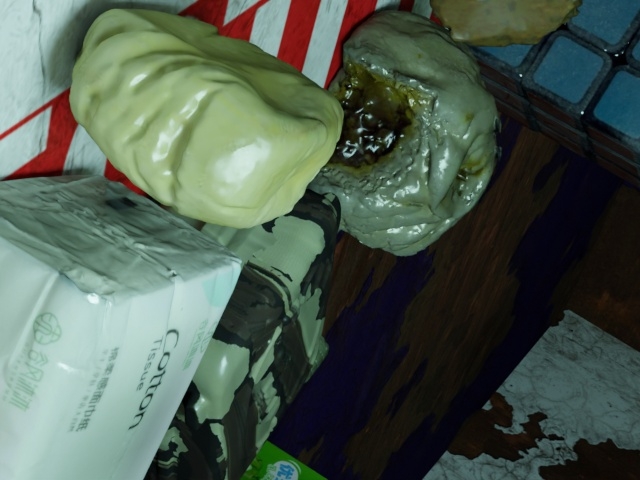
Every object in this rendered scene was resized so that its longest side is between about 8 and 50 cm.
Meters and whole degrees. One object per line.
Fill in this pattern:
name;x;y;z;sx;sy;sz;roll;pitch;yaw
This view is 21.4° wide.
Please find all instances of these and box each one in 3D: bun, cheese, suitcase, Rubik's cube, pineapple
bun;0.106;-0.116;1.980;0.281;0.205;0.281;-53;165;-21
cheese;-0.096;-0.107;1.372;0.117;0.214;0.226;-59;169;20
suitcase;-0.102;0.070;1.738;0.339;0.194;0.351;-56;166;-31
Rubik's cube;0.418;-0.288;2.430;0.301;0.305;0.304;-59;166;-2
pineapple;0.248;-0.367;1.997;0.362;0.202;0.202;-53;167;-56

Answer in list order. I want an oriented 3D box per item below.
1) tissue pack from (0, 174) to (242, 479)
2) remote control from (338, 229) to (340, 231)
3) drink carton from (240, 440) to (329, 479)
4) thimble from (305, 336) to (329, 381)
tissue pack;-0.250;0.139;1.406;0.356;0.194;0.266;-63;162;16
remote control;0.000;0.000;2.196;0.261;0.029;0.067;-54;163;-15
drink carton;-0.086;0.344;2.138;0.108;0.271;0.161;-45;160;-41
thimble;-0.037;0.145;2.258;0.062;0.084;0.110;-52;176;-15
